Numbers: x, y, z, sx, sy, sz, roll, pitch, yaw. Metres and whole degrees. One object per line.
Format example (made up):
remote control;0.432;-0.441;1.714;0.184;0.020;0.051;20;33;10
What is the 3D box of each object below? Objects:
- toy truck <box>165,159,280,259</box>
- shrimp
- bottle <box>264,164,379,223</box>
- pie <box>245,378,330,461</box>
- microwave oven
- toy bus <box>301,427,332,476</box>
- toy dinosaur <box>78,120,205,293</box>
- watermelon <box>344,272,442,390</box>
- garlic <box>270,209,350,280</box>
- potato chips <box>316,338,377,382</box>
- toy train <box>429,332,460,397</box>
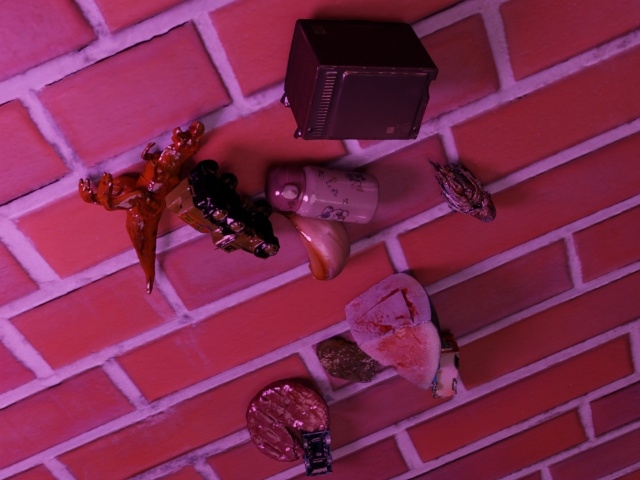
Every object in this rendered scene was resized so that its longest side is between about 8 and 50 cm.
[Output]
toy truck;-0.189;-0.044;1.699;0.127;0.127;0.257;-33;144;19
shrimp;0.305;-0.113;1.850;0.233;0.079;0.090;37;104;-29
bottle;-0.001;-0.100;1.749;0.233;0.110;0.110;7;123;-21
pie;-0.083;0.452;2.125;0.219;0.054;0.204;-37;98;12
microwave oven;0.067;-0.301;1.575;0.248;0.188;0.178;-3;132;-19
toy bus;-0.012;0.545;2.235;0.079;0.091;0.160;-8;122;-5
toy dinosaur;-0.372;-0.075;1.673;0.208;0.097;0.432;6;129;-34
watermelon;0.173;0.224;1.973;0.201;0.213;0.261;-13;128;-6
garlic;0.004;-0.006;1.831;0.115;0.128;0.206;-40;122;-15
potato chips;0.075;0.302;2.124;0.142;0.026;0.209;-25;129;0
toy train;0.313;0.324;2.163;0.072;0.099;0.188;-8;128;-7
